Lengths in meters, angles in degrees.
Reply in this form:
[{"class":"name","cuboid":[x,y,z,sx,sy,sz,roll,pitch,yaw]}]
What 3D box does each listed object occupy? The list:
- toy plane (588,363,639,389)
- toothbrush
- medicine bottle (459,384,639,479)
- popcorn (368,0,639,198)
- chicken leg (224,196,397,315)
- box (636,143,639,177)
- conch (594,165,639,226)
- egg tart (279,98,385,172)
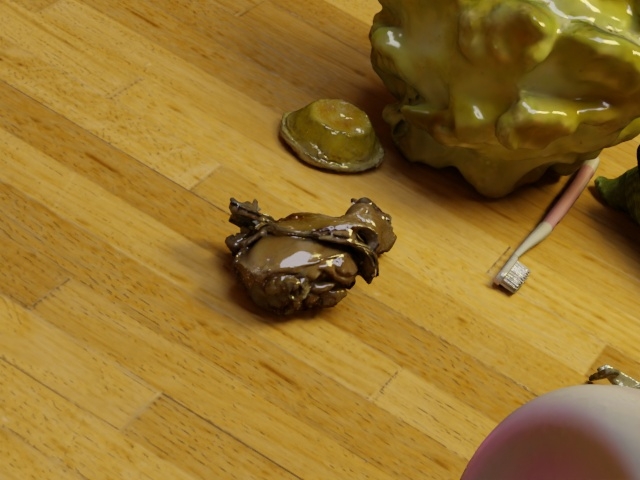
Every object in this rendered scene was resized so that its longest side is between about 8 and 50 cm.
[{"class":"toy plane","cuboid":[0.376,0.120,1.643,0.286,0.092,0.108,-8,84,-8]},{"class":"toothbrush","cuboid":[0.221,-0.019,1.834,0.025,0.020,0.286,36,35,5]},{"class":"medicine bottle","cuboid":[0.269,0.236,1.286,0.325,0.256,0.256,12,33,-33]},{"class":"popcorn","cuboid":[0.206,-0.193,1.822,0.312,0.312,0.312,15,34,-10]},{"class":"chicken leg","cuboid":[0.005,0.003,1.628,0.196,0.080,0.125,-10,32,-40]},{"class":"box","cuboid":[0.463,0.010,1.837,0.289,0.073,0.290,0,54,-33]},{"class":"conch","cuboid":[0.329,-0.041,1.901,0.121,0.074,0.089,19,11,36]},{"class":"egg tart","cuboid":[0.014,-0.103,1.816,0.105,0.039,0.105,15,36,-11]}]
